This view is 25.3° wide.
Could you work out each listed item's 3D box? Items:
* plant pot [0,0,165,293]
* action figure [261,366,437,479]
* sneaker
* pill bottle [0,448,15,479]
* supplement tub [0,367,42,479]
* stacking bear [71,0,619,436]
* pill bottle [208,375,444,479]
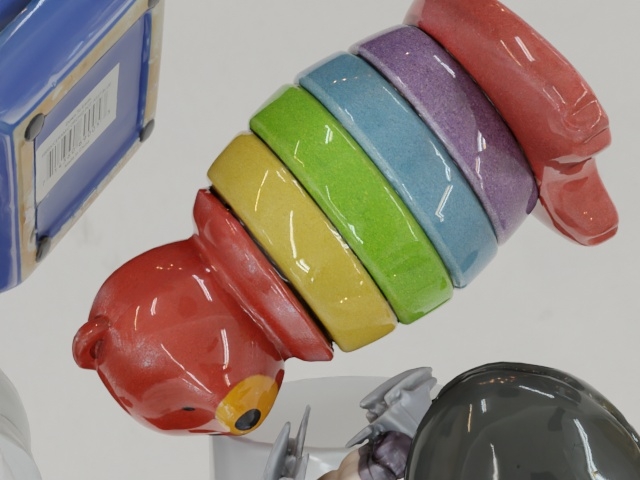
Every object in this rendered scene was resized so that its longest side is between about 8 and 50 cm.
[{"bbox_3d":[-0.232,-0.117,0.915,0.212,0.236,0.236,29,55,10],"label":"plant pot"},{"bbox_3d":[0.076,0.150,0.663,0.285,0.185,0.099,6,44,5],"label":"action figure"},{"bbox_3d":[0.072,0.206,0.484,0.122,0.146,0.330,-4,84,17],"label":"sneaker"},{"bbox_3d":[-0.268,0.199,0.652,0.176,0.318,0.176,21,41,-19],"label":"pill bottle"},{"bbox_3d":[-0.365,0.137,1.120,0.228,0.228,0.316,-31,41,-16],"label":"supplement tub"},{"bbox_3d":[0.000,0.000,0.791,0.289,0.175,0.164,-38,62,-5],"label":"stacking bear"},{"bbox_3d":[0.020,0.281,0.909,0.204,0.204,0.361,-4,100,-11],"label":"pill bottle"}]
